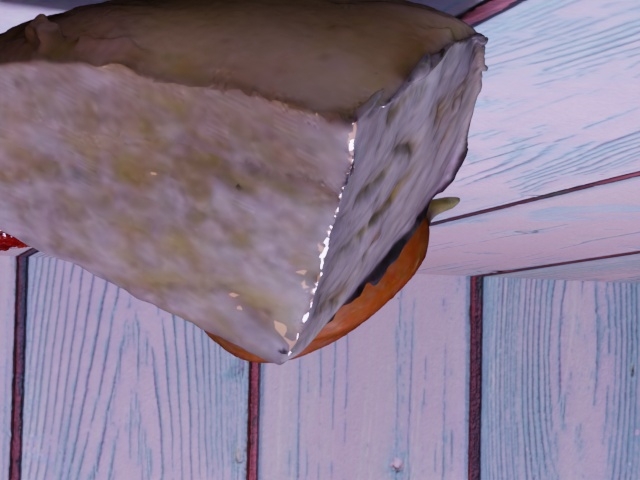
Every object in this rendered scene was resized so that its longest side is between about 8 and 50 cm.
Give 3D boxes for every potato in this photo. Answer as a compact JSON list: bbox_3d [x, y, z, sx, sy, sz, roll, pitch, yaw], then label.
[{"bbox_3d":[-0.059,-0.088,0.946,0.264,0.189,0.211,22,140,11],"label":"potato"}]

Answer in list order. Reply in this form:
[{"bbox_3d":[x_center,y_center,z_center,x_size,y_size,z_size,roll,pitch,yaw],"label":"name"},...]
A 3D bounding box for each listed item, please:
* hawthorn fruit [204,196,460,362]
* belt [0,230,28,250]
[{"bbox_3d":[0.000,0.000,1.540,0.251,0.199,0.199,-12,178,-11],"label":"hawthorn fruit"},{"bbox_3d":[-0.301,-0.037,1.450,0.201,0.124,0.128,-2,172,29],"label":"belt"}]
